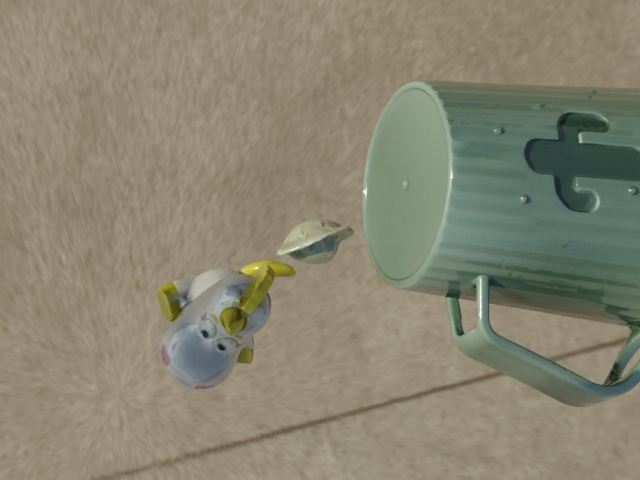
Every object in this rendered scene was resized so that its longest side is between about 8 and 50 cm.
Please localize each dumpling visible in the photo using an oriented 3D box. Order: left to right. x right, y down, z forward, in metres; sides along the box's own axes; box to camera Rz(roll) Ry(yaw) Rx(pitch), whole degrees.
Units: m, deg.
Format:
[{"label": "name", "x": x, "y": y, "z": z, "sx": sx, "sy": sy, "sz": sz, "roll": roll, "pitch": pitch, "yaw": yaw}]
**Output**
[{"label": "dumpling", "x": 0.001, "y": -0.001, "z": 1.496, "sx": 0.077, "sy": 0.059, "sz": 0.043, "roll": 14, "pitch": 71, "yaw": -34}]

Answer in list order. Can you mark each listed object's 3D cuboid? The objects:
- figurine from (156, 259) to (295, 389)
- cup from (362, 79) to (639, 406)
[{"label": "figurine", "x": -0.085, "y": 0.065, "z": 1.380, "sx": 0.129, "sy": 0.178, "sz": 0.109, "roll": -42, "pitch": 94, "yaw": 7}, {"label": "cup", "x": 0.290, "y": -0.022, "z": 1.972, "sx": 0.392, "sy": 0.310, "sz": 0.401, "roll": 4, "pitch": 42, "yaw": -22}]
